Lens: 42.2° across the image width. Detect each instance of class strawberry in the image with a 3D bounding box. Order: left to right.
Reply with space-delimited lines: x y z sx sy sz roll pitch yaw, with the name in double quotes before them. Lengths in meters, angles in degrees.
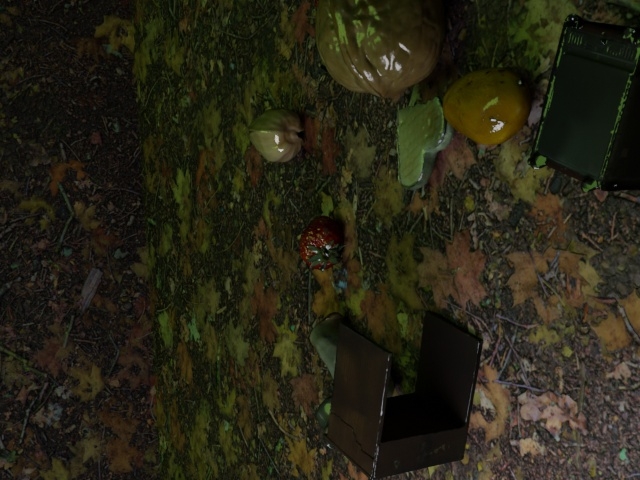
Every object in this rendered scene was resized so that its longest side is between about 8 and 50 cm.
"strawberry" -0.003 -0.001 2.147 0.148 0.131 0.131 54 137 31

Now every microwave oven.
"microwave oven" 0.459 -0.215 1.303 0.188 0.178 0.247 37 123 49

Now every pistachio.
"pistachio" -0.128 -0.292 2.305 0.229 0.157 0.157 -158 68 -70

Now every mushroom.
"mushroom" 0.061 0.308 2.045 0.328 0.159 0.122 52 169 49

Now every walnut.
"walnut" 0.124 -0.455 1.758 0.252 0.277 0.313 49 -142 -77

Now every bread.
"bread" 0.220 -0.225 1.809 0.172 0.064 0.232 57 137 40

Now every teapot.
"teapot" 0.067 0.443 2.067 0.166 0.130 0.119 -34 26 24

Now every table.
"table" 0.170 0.317 1.760 0.196 0.250 0.282 30 118 55

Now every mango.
"mango" 0.313 -0.257 1.606 0.227 0.109 0.147 7 102 61

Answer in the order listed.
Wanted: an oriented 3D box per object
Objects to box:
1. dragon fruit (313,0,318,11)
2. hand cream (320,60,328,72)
"dragon fruit" 0.046 -0.604 2.031 0.121 0.130 0.142 -78 7 -53
"hand cream" 0.022 -0.500 2.159 0.036 0.023 0.122 45 133 44
